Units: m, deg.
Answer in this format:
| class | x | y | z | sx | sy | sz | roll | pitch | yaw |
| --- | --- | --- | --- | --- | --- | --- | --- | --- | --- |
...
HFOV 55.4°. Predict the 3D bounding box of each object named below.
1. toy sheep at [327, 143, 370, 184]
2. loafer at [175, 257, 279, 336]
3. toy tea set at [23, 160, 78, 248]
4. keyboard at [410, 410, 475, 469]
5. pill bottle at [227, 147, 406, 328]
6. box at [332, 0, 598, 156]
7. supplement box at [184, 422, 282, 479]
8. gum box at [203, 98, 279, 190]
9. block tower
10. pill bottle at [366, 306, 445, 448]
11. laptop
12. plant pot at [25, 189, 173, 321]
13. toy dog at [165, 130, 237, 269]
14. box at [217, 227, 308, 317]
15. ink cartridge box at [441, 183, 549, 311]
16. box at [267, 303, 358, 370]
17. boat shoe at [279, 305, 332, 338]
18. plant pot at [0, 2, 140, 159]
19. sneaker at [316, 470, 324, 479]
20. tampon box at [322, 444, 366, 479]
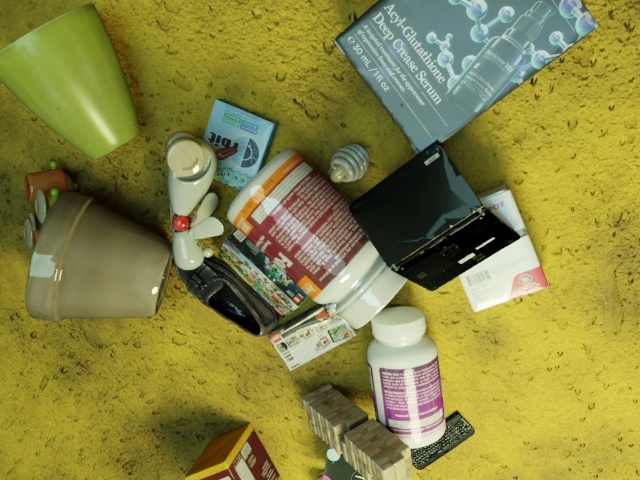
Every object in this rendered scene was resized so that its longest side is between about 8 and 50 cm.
| class | x | y | z | sx | sy | sz | roll | pitch | yaw |
| --- | --- | --- | --- | --- | --- | --- | --- | --- | --- |
| toy sheep | 0.067 | -0.176 | 1.386 | 0.091 | 0.132 | 0.091 | 30 | 149 | 20 |
| loafer | -0.243 | 0.137 | 1.541 | 0.303 | 0.095 | 0.109 | 34 | 109 | 3 |
| toy tea set | -0.695 | -0.034 | 1.599 | 0.200 | 0.124 | 0.336 | 52 | 134 | 36 |
| keyboard | 0.288 | 0.507 | 1.540 | 0.100 | 0.038 | 0.192 | 46 | 108 | -1 |
| pill bottle | 0.000 | 0.000 | 1.382 | 0.392 | 0.224 | 0.224 | 43 | 109 | 0 |
| box | 0.280 | -0.404 | 1.220 | 0.395 | 0.212 | 0.293 | -37 | 93 | 18 |
| supplement box | -0.222 | 0.630 | 1.610 | 0.129 | 0.191 | 0.194 | -26 | 96 | 18 |
| gum box | -0.204 | -0.226 | 1.469 | 0.157 | 0.041 | 0.184 | 23 | 107 | 7 |
| block tower | 0.084 | 0.466 | 1.447 | 0.091 | 0.335 | 0.097 | -22 | 117 | -27 |
| pill bottle | 0.200 | 0.317 | 1.443 | 0.169 | 0.169 | 0.301 | -5 | 103 | 15 |
| laptop | 0.237 | -0.036 | 1.266 | 0.234 | 0.264 | 0.136 | -36 | 50 | 26 |
| plant pot | -0.521 | 0.067 | 1.504 | 0.280 | 0.323 | 0.323 | 16 | 108 | -8 |
| toy dog | -0.271 | -0.106 | 1.419 | 0.161 | 0.220 | 0.333 | -4 | 133 | -13 |
| box | -0.143 | 0.082 | 1.477 | 0.233 | 0.159 | 0.044 | 44 | 67 | 0 |
| ink cartridge box | 0.378 | 0.014 | 1.360 | 0.172 | 0.100 | 0.237 | -22 | 99 | 17 |
| box | -0.020 | 0.235 | 1.544 | 0.207 | 0.036 | 0.114 | -31 | 95 | 18 |
| boat shoe | -0.037 | 0.210 | 1.499 | 0.137 | 0.049 | 0.043 | -31 | 97 | 14 |
| plant pot | -0.562 | -0.350 | 1.428 | 0.275 | 0.274 | 0.293 | -23 | 113 | 18 |
| sneaker | 0.050 | 0.706 | 1.621 | 0.185 | 0.084 | 0.069 | 46 | 109 | -1 |
| tampon box | 0.097 | 0.571 | 1.566 | 0.161 | 0.101 | 0.120 | 10 | 105 | 11 |
